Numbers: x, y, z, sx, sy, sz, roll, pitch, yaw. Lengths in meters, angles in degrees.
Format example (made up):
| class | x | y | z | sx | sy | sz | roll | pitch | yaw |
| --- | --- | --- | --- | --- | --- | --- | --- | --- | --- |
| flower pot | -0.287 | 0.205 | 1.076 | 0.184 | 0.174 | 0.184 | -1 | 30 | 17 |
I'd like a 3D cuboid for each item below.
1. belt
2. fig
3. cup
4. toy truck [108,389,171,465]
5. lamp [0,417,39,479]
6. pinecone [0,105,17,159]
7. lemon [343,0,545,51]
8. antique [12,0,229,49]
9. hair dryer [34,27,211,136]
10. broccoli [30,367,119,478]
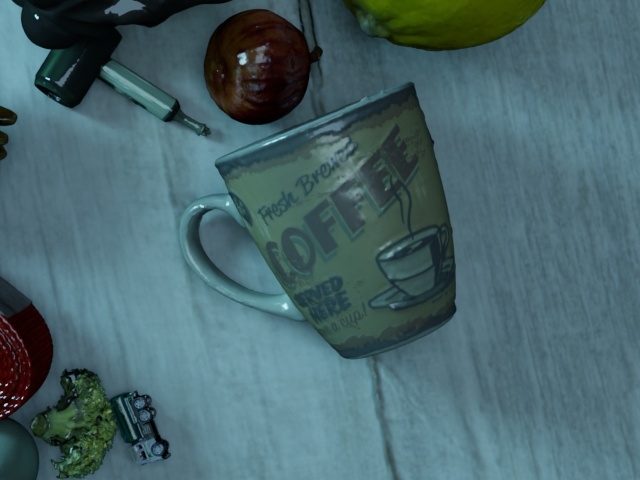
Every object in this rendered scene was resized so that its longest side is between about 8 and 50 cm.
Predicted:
| class | x | y | z | sx | sy | sz | roll | pitch | yaw |
| --- | --- | --- | --- | --- | --- | --- | --- | --- | --- |
| belt | -0.370 | 0.094 | 1.380 | 0.201 | 0.124 | 0.128 | 39 | 97 | -2 |
| fig | -0.061 | -0.184 | 1.481 | 0.150 | 0.128 | 0.128 | 30 | 76 | -49 |
| cup | 0.000 | 0.000 | 1.439 | 0.301 | 0.227 | 0.257 | -19 | 94 | 15 |
| toy truck | -0.195 | 0.202 | 1.451 | 0.044 | 0.039 | 0.083 | -22 | 88 | 3 |
| lamp | -0.341 | 0.230 | 1.380 | 0.105 | 0.105 | 0.105 | 1 | 85 | -12 |
| pinecone | -0.409 | -0.109 | 1.366 | 0.185 | 0.168 | 0.212 | 36 | 91 | -21 |
| lemon | 0.140 | -0.342 | 1.457 | 0.293 | 0.293 | 0.293 | 1 | 85 | -12 |
| antique | -0.229 | -0.342 | 1.405 | 0.255 | 0.185 | 0.322 | -21 | 61 | -22 |
| hair dryer | -0.207 | -0.162 | 1.478 | 0.197 | 0.057 | 0.100 | 31 | 81 | -14 |
| broccoli | -0.259 | 0.191 | 1.413 | 0.092 | 0.095 | 0.097 | 14 | 113 | -50 |
